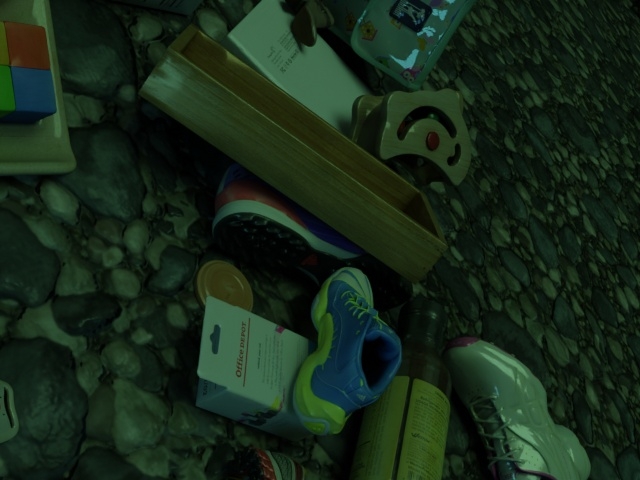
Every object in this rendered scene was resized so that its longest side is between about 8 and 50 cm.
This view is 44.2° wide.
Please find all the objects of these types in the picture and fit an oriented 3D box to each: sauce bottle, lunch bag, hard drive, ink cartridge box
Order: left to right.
[{"bbox_3d":[-0.076,0.146,0.889,0.181,0.061,0.104,30,45,-32],"label":"ink cartridge box"},{"bbox_3d":[-0.008,-0.247,1.267,0.307,0.040,0.203,45,39,-15],"label":"hard drive"},{"bbox_3d":[0.139,-0.402,1.327,0.160,0.223,0.262,12,30,-42],"label":"lunch bag"},{"bbox_3d":[0.112,0.218,1.002,0.111,0.111,0.344,41,41,-18],"label":"sauce bottle"}]

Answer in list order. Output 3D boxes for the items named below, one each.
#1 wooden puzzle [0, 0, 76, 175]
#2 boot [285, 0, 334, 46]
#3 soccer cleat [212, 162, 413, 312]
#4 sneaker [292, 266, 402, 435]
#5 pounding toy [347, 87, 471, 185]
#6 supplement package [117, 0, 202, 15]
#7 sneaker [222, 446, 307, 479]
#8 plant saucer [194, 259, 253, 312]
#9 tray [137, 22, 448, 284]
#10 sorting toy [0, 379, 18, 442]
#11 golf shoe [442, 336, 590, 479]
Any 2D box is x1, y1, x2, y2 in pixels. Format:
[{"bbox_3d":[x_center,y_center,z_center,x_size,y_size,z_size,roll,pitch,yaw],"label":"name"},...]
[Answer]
[{"bbox_3d":[-0.392,-0.231,0.753,0.322,0.080,0.347,-7,84,-49],"label":"wooden puzzle"},{"bbox_3d":[-0.010,-0.359,1.282,0.087,0.042,0.118,-2,65,-50],"label":"boot"},{"bbox_3d":[0.000,0.000,1.049,0.318,0.109,0.116,26,43,-30],"label":"soccer cleat"},{"bbox_3d":[0.050,0.109,0.901,0.091,0.126,0.240,40,40,-24],"label":"sneaker"},{"bbox_3d":[0.137,-0.161,1.273,0.270,0.155,0.154,-11,100,-41],"label":"pounding toy"},{"bbox_3d":[-0.249,-0.449,1.023,0.263,0.198,0.199,-6,68,-49],"label":"supplement package"},{"bbox_3d":[-0.032,0.320,0.792,0.093,0.088,0.225,19,51,-40],"label":"sneaker"},{"bbox_3d":[-0.114,0.061,0.951,0.083,0.013,0.083,26,47,-32],"label":"plant saucer"},{"bbox_3d":[-0.028,-0.116,1.027,0.411,0.076,0.203,35,17,-15],"label":"tray"},{"bbox_3d":[-0.295,0.146,0.681,0.075,0.045,0.083,20,47,-63],"label":"sorting toy"},{"bbox_3d":[0.278,0.277,1.143,0.306,0.115,0.140,50,41,-7],"label":"golf shoe"}]
